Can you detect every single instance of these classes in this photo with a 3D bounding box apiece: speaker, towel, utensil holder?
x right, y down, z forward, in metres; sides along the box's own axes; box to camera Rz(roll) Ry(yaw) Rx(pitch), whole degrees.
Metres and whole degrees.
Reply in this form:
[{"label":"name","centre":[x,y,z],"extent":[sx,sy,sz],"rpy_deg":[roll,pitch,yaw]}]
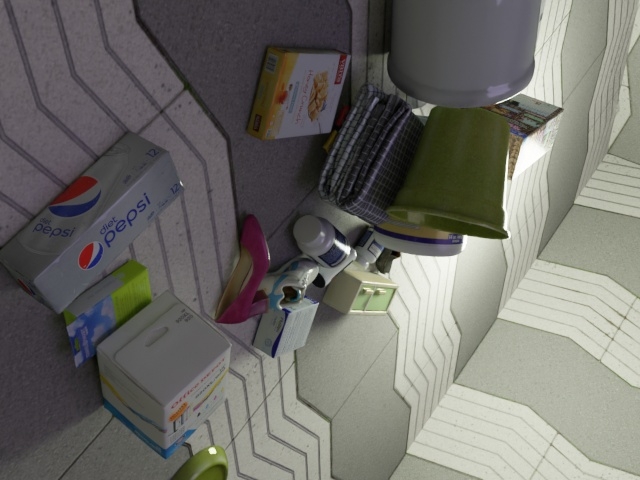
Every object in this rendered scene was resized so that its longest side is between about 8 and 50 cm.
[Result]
[{"label":"speaker","centre":[0.030,0.064,1.987],"extent":[0.136,0.055,0.055],"rpy_deg":[-40,145,-39]},{"label":"towel","centre":[0.129,-0.183,1.759],"extent":[0.283,0.121,0.235],"rpy_deg":[-64,154,3]},{"label":"utensil holder","centre":[0.307,-0.526,1.642],"extent":[0.327,0.328,0.385],"rpy_deg":[-43,146,-34]}]

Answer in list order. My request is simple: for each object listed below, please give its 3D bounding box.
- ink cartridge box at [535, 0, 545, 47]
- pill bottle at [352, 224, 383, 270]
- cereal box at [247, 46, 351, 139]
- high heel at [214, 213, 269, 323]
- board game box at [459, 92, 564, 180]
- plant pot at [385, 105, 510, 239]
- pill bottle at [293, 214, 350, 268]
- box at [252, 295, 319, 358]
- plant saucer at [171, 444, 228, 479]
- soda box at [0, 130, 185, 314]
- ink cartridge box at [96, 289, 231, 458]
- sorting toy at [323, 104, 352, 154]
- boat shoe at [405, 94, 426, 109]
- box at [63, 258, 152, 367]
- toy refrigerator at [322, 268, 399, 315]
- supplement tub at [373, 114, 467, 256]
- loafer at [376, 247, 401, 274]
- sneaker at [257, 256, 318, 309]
[{"label":"ink cartridge box","centre":[0.528,-0.591,2.201],"extent":[0.198,0.115,0.272],"rpy_deg":[-42,147,-35]},{"label":"pill bottle","centre":[0.132,0.019,2.111],"extent":[0.120,0.067,0.067],"rpy_deg":[-55,152,-15]},{"label":"cereal box","centre":[-0.037,-0.291,1.549],"extent":[0.240,0.047,0.173],"rpy_deg":[-18,130,-54]},{"label":"high heel","centre":[-0.172,0.064,1.636],"extent":[0.117,0.082,0.244],"rpy_deg":[-13,125,-22]},{"label":"board game box","centre":[0.548,-0.329,2.346],"extent":[0.291,0.232,0.141],"rpy_deg":[-33,141,-43]},{"label":"plant pot","centre":[0.306,-0.155,1.736],"extent":[0.276,0.276,0.253],"rpy_deg":[19,83,-63]},{"label":"pill bottle","centre":[0.000,0.000,1.829],"extent":[0.094,0.094,0.169],"rpy_deg":[-60,153,-5]},{"label":"box","centre":[-0.084,0.201,1.890],"extent":[0.137,0.072,0.126],"rpy_deg":[-12,125,-58]},{"label":"plant saucer","centre":[-0.302,0.617,1.924],"extent":[0.241,0.037,0.241],"rpy_deg":[-42,147,-36]},{"label":"soda box","centre":[-0.343,-0.032,1.198],"extent":[0.286,0.091,0.098],"rpy_deg":[-49,152,-24]},{"label":"ink cartridge box","centre":[-0.281,0.246,1.426],"extent":[0.171,0.168,0.232],"rpy_deg":[-43,160,-33]},{"label":"sorting toy","centre":[0.075,-0.241,1.795],"extent":[0.274,0.046,0.132],"rpy_deg":[-3,117,-60]},{"label":"boat shoe","centre":[0.320,-0.425,2.005],"extent":[0.277,0.096,0.098],"rpy_deg":[-49,151,-25]},{"label":"box","centre":[-0.369,0.124,1.348],"extent":[0.178,0.042,0.109],"rpy_deg":[-40,146,-39]},{"label":"toy refrigerator","centre":[0.120,0.148,2.177],"extent":[0.269,0.094,0.102],"rpy_deg":[12,104,-62]},{"label":"supplement tub","centre":[0.267,-0.142,1.975],"extent":[0.241,0.241,0.331],"rpy_deg":[-13,113,-57]},{"label":"loafer","centre":[0.201,0.038,2.255],"extent":[0.062,0.061,0.170],"rpy_deg":[-43,148,-36]},{"label":"sneaker","centre":[-0.067,0.106,1.811],"extent":[0.229,0.092,0.087],"rpy_deg":[-25,133,-52]}]
